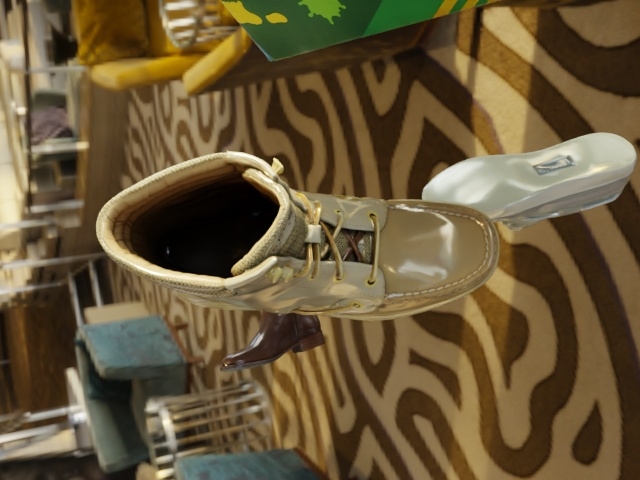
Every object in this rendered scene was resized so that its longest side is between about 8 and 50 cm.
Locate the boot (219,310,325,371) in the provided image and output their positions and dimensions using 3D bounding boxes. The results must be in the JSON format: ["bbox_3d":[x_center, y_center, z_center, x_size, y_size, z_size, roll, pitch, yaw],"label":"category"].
[{"bbox_3d":[-0.054,0.046,0.709,0.037,0.106,0.114,-21,85,51],"label":"boot"}]

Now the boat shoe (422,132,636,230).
[{"bbox_3d":[0.221,-0.047,0.892,0.081,0.227,0.079,78,178,-48],"label":"boat shoe"}]

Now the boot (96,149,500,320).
[{"bbox_3d":[0.000,0.000,0.576,0.203,0.261,0.095,63,-153,-79],"label":"boot"}]

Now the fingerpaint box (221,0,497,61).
[{"bbox_3d":[0.136,-0.354,0.550,0.371,0.445,0.163,2,143,51],"label":"fingerpaint box"}]
